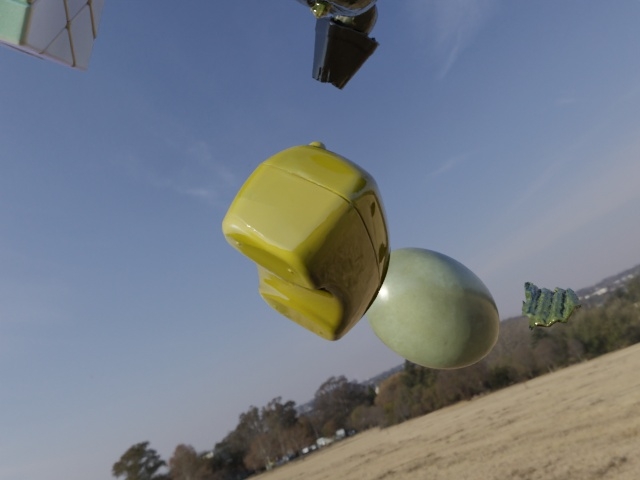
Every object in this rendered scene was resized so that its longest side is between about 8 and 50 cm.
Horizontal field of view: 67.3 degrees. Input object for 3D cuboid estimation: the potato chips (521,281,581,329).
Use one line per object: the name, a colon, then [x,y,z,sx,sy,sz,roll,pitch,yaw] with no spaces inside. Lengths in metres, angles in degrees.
potato chips: [0.397,0.104,0.835,0.092,0.028,0.207,-15,6,25]

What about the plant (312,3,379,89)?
plant: [0.066,-0.556,1.339,0.164,0.142,0.256,16,-64,-25]

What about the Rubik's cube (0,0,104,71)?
Rubik's cube: [-0.670,-0.581,1.015,0.316,0.322,0.319,16,9,-6]

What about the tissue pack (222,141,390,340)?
tissue pack: [0.000,0.000,0.447,0.127,0.123,0.178,-51,-29,-20]

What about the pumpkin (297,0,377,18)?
pumpkin: [0.017,-0.410,0.738,0.167,0.167,0.125,-12,-52,-25]

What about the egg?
egg: [0.254,0.158,1.117,0.352,0.258,0.258,36,-49,-16]
